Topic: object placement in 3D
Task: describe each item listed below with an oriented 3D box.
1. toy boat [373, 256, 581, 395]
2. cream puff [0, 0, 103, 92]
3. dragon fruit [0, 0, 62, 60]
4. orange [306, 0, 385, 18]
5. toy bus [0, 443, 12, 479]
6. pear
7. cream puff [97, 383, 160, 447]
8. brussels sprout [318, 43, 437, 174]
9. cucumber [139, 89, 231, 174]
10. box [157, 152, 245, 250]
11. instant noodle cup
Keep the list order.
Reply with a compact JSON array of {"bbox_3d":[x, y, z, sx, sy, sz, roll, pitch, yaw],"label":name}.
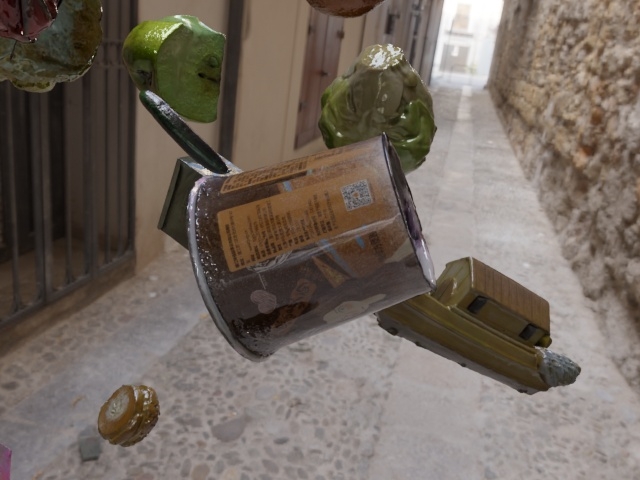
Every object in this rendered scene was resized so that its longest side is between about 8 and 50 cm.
[{"bbox_3d":[0.247,0.120,0.952,0.446,0.162,0.136,26,17,-22],"label":"toy boat"},{"bbox_3d":[-0.617,-0.470,1.155,0.276,0.377,0.378,3,16,23],"label":"cream puff"},{"bbox_3d":[-0.445,-0.372,0.826,0.234,0.293,0.233,6,49,-7],"label":"dragon fruit"},{"bbox_3d":[0.056,-0.524,1.126,0.206,0.205,0.206,7,19,-2],"label":"orange"},{"bbox_3d":[-0.630,0.394,0.958,0.274,0.090,0.112,-15,46,17],"label":"toy bus"},{"bbox_3d":[-0.418,-0.472,1.621,0.177,0.286,0.282,18,18,31],"label":"pear"},{"bbox_3d":[-0.417,0.387,1.312,0.126,0.143,0.103,28,-11,42],"label":"cream puff"},{"bbox_3d":[0.127,-0.294,1.407,0.274,0.316,0.243,8,39,48],"label":"brussels sprout"},{"bbox_3d":[-0.324,-0.250,1.391,0.284,0.056,0.056,44,22,-1],"label":"cucumber"},{"bbox_3d":[-0.322,-0.105,1.620,0.149,0.231,0.155,35,29,17],"label":"box"},{"bbox_3d":[0.000,0.000,0.629,0.208,0.217,0.217,-18,14,14],"label":"instant noodle cup"}]
